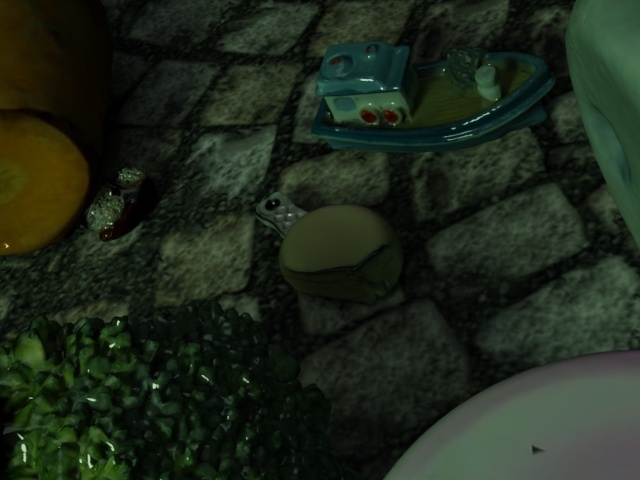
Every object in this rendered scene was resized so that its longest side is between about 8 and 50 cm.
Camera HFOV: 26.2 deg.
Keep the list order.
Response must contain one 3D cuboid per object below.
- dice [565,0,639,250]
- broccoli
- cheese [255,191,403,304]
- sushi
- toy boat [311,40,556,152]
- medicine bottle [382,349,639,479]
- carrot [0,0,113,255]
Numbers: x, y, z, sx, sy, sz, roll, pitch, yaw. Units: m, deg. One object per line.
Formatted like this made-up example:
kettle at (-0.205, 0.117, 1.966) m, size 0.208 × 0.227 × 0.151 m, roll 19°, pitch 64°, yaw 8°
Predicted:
dice at (0.341, -0.091, 0.955) m, size 0.268 × 0.265 × 0.262 m, roll -27°, pitch 41°, yaw 1°
broccoli at (-0.100, 0.199, 0.885) m, size 0.277 × 0.338 × 0.317 m, roll -18°, pitch 9°, yaw -35°
cheese at (-0.004, 0.005, 1.199) m, size 0.171 × 0.047 × 0.092 m, roll 14°, pitch 52°, yaw 36°
sushi at (-0.192, -0.032, 1.350) m, size 0.046 × 0.044 × 0.083 m, roll 27°, pitch 63°, yaw 18°
toy boat at (0.100, -0.141, 1.258) m, size 0.237 × 0.098 × 0.109 m, roll -1°, pitch 50°, yaw 26°
medicine bottle at (0.167, 0.239, 0.663) m, size 0.256 × 0.325 × 0.256 m, roll -13°, pitch 42°, yaw 13°
carrot at (-0.320, -0.164, 1.406) m, size 0.224 × 0.224 × 0.341 m, roll -22°, pitch 45°, yaw 6°
